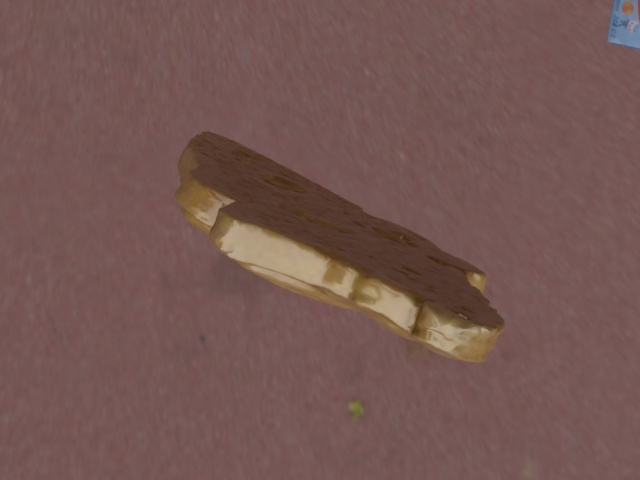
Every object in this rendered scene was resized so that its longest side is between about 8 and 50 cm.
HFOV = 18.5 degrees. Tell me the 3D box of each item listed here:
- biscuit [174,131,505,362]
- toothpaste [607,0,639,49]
[{"bbox_3d":[0.000,0.000,0.908,0.162,0.250,0.035,20,102,-35],"label":"biscuit"},{"bbox_3d":[0.230,-0.131,1.180,0.044,0.193,0.070,16,105,29],"label":"toothpaste"}]
